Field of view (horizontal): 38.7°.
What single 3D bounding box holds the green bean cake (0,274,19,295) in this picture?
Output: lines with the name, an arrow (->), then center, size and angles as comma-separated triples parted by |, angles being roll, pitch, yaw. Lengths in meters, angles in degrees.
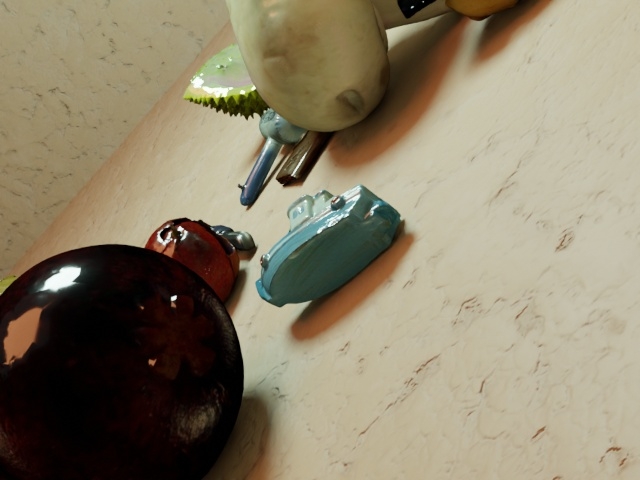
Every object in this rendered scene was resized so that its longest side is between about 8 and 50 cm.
green bean cake -> -0.370, 0.105, 1.352 | 0.224, 0.131, 0.229 | -8, 5, -2

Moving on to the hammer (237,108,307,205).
hammer -> -0.092, -0.147, 1.586 | 0.193, 0.070, 0.116 | -63, 22, -6

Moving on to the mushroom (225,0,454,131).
mushroom -> -0.001, -0.352, 1.327 | 0.353, 0.325, 0.353 | -32, 40, 32

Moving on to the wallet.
wallet -> -0.011, -0.167, 1.484 | 0.176, 0.026, 0.095 | -57, 18, -15

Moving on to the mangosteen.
mangosteen -> -0.256, 0.162, 1.035 | 0.347, 0.307, 0.307 | -28, 30, 38

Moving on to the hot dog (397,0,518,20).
hot dog -> 0.259, -0.373, 1.141 | 0.326, 0.107, 0.194 | -24, 42, 35

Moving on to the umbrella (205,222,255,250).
umbrella -> -0.169, 0.000, 1.504 | 0.248, 0.071, 0.071 | -8, 47, 57

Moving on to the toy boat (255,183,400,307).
toy boat -> 0.000, 0.000, 1.075 | 0.215, 0.088, 0.102 | -40, 33, 25

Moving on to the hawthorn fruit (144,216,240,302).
hawthorn fruit -> -0.199, 0.031, 1.355 | 0.148, 0.172, 0.148 | -11, 44, 10

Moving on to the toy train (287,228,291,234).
toy train -> -0.020, -0.008, 1.223 | 0.053, 0.033, 0.083 | -13, 44, 55

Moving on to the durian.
durian -> -0.099, -0.355, 1.772 | 0.352, 0.169, 0.158 | -49, 5, -30
